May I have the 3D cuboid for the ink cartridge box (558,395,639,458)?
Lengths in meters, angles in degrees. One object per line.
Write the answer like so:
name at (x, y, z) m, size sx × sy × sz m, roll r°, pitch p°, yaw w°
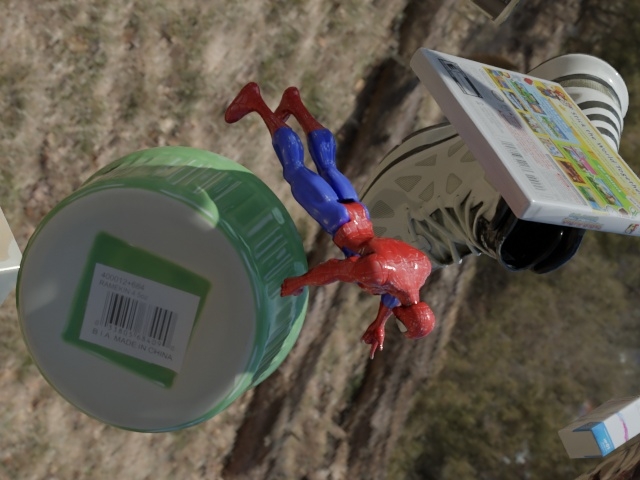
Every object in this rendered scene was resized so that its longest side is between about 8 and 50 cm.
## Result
ink cartridge box at (0.462, 0.302, 1.716) m, size 0.122 × 0.052 × 0.088 m, roll -25°, pitch 179°, yaw -27°

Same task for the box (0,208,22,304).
box at (-0.536, 0.028, 1.280) m, size 0.311 × 0.148 × 0.121 m, roll -12°, pitch 155°, yaw -46°

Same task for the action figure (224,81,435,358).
action figure at (0.000, 0.000, 0.948) m, size 0.091 × 0.280 × 0.139 m, roll -4°, pitch 136°, yaw -44°

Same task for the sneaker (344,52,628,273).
sneaker at (0.172, -0.035, 1.301) m, size 0.447 × 0.169 × 0.257 m, roll -37°, pitch -163°, yaw 33°

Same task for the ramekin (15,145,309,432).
ramekin at (-0.173, 0.057, 1.139) m, size 0.303 × 0.303 × 0.148 m, roll -56°, pitch 178°, yaw 16°

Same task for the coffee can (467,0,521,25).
coffee can at (0.246, -0.516, 1.743) m, size 0.202 × 0.275 × 0.201 m, roll -54°, pitch -178°, yaw 3°

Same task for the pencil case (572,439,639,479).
pencil case at (0.309, 0.243, 0.932) m, size 0.410 × 0.160 × 0.183 m, roll -47°, pitch 172°, yaw 38°

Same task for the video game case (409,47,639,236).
video game case at (0.213, -0.094, 1.029) m, size 0.206 × 0.227 × 0.026 m, roll 6°, pitch 130°, yaw -36°
